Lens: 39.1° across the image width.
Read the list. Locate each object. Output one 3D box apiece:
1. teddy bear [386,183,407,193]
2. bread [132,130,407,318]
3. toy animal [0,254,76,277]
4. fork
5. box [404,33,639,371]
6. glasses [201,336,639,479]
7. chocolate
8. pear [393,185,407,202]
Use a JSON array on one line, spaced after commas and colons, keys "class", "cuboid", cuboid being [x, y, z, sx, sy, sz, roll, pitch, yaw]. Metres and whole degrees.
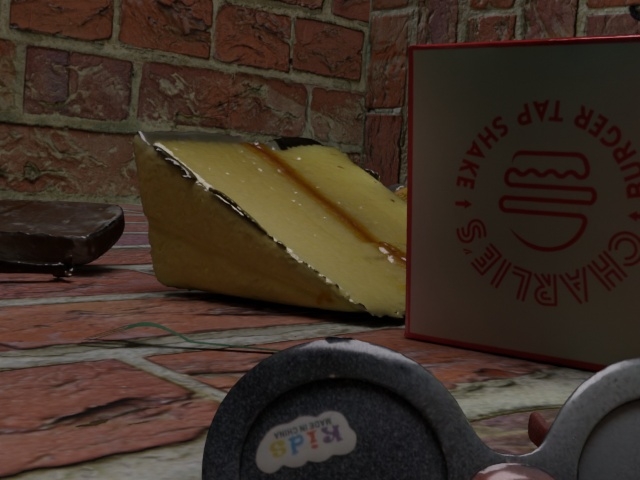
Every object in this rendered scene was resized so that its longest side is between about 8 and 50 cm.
[{"class": "teddy bear", "cuboid": [0.172, -0.032, 1.704, 0.236, 0.151, 0.267, 2, 3, 6]}, {"class": "bread", "cuboid": [0.030, -0.023, 1.147, 0.405, 0.242, 0.346, 3, 5, 38]}, {"class": "toy animal", "cuboid": [-0.451, 0.025, 1.132, 0.230, 0.066, 0.224, -5, -15, 7]}, {"class": "fork", "cuboid": [-0.101, 0.089, 0.825, 0.235, 0.021, 0.039, 3, 8, -1]}, {"class": "box", "cuboid": [0.291, -0.051, 0.944, 0.314, 0.312, 0.300, 6, 11, 35]}, {"class": "glasses", "cuboid": [0.066, 0.124, 0.447, 0.234, 0.118, 0.268, 2, -15, -1]}, {"class": "chocolate", "cuboid": [-0.418, -0.001, 1.341, 0.254, 0.080, 0.157, 3, 19, 11]}, {"class": "pear", "cuboid": [0.161, -0.007, 1.458, 0.178, 0.178, 0.178, 3, 5, 0]}]
